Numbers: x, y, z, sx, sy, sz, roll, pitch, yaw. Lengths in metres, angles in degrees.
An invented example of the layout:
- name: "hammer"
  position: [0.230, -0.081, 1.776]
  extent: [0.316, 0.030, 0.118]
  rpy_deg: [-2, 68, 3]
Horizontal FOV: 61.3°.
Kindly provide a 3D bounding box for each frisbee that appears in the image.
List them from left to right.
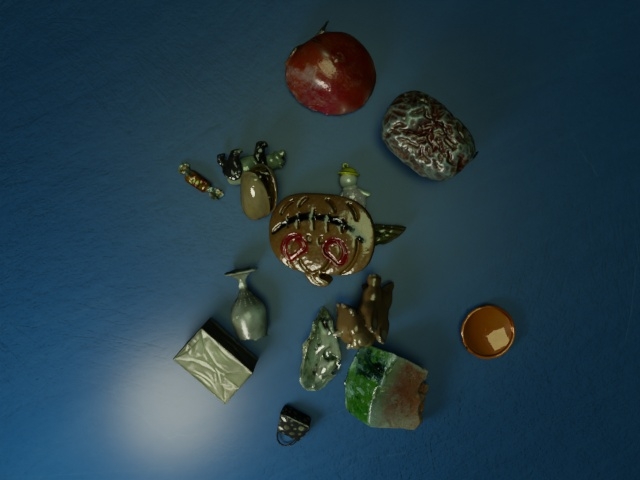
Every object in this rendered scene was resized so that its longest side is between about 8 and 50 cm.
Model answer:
- name: "frisbee"
  position: [0.584, 0.318, 1.891]
  extent: [0.192, 0.035, 0.192]
  rpy_deg: [0, 95, -1]

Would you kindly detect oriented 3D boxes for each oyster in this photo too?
- name: "oyster"
  position: [-0.011, 0.387, 1.865]
  extent: [0.199, 0.087, 0.252]
  rpy_deg: [-28, 101, -8]

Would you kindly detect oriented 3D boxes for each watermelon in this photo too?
- name: "watermelon"
  position: [0.239, 0.504, 1.842]
  extent: [0.302, 0.151, 0.264]
  rpy_deg: [16, 93, -1]

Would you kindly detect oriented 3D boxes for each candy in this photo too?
- name: "candy"
  position: [-0.413, -0.199, 1.844]
  extent: [0.182, 0.046, 0.053]
  rpy_deg: [36, 91, 0]

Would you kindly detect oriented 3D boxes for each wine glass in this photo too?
- name: "wine glass"
  position: [-0.250, 0.215, 1.835]
  extent: [0.126, 0.126, 0.241]
  rpy_deg: [-12, 92, 0]

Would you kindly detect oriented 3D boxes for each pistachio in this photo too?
- name: "pistachio"
  position: [-0.208, -0.160, 1.788]
  extent: [0.131, 0.129, 0.206]
  rpy_deg: [21, 136, 18]

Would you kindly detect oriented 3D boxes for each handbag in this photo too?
- name: "handbag"
  position: [-0.109, 0.664, 1.899]
  extent: [0.115, 0.072, 0.139]
  rpy_deg: [27, 106, -4]

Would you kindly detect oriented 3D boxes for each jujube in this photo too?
- name: "jujube"
  position: [0.351, -0.336, 1.759]
  extent: [0.317, 0.226, 0.226]
  rpy_deg: [38, 93, 5]

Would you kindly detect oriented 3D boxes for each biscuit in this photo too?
- name: "biscuit"
  position: [0.000, 0.000, 1.806]
  extent: [0.367, 0.063, 0.314]
  rpy_deg: [6, 96, 15]

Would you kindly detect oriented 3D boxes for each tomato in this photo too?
- name: "tomato"
  position: [0.038, -0.554, 1.763]
  extent: [0.309, 0.170, 0.309]
  rpy_deg: [0, 93, 1]

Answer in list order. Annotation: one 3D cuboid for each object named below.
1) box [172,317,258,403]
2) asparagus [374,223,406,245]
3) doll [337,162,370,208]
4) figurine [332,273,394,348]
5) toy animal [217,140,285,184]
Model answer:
- name: "box"
  position: [-0.348, 0.403, 1.832]
  extent: [0.231, 0.149, 0.155]
  rpy_deg: [43, 93, -3]
- name: "asparagus"
  position: [0.155, -0.011, 1.848]
  extent: [0.287, 0.080, 0.080]
  rpy_deg: [-12, 94, 0]
- name: "doll"
  position: [0.105, -0.161, 1.834]
  extent: [0.129, 0.081, 0.207]
  rpy_deg: [-12, 91, 6]
- name: "figurine"
  position: [0.137, 0.246, 1.824]
  extent: [0.173, 0.177, 0.247]
  rpy_deg: [-7, 69, 35]
- name: "toy animal"
  position: [-0.226, -0.264, 1.820]
  extent: [0.225, 0.094, 0.121]
  rpy_deg: [-20, 105, -10]
